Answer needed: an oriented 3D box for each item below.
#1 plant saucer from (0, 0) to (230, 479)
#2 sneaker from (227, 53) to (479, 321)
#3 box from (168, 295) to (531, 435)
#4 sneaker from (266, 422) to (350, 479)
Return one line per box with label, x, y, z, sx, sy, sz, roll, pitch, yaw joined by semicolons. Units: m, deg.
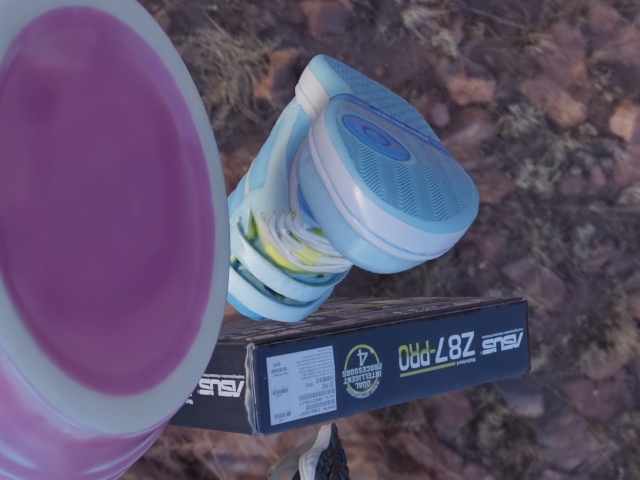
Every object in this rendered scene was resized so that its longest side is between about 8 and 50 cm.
plant saucer;-0.144;-0.016;0.621;0.084;0.332;0.332;-7;125;25
sneaker;0.000;0.000;0.819;0.127;0.319;0.208;30;106;-12
box;-0.017;0.122;1.225;0.395;0.318;0.097;-6;93;-43
sneaker;-0.020;0.317;1.547;0.108;0.271;0.100;-17;88;10
